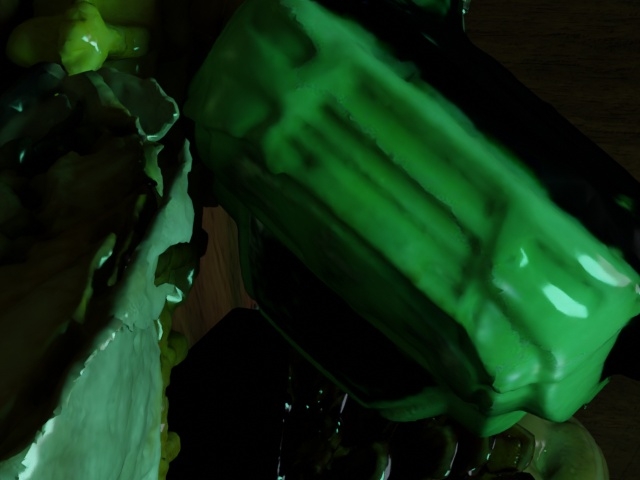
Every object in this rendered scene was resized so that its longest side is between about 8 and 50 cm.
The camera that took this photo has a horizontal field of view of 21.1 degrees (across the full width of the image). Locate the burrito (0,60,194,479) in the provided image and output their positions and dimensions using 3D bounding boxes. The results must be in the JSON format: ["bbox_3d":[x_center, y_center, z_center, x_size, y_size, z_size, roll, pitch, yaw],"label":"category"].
[{"bbox_3d":[-0.096,0.125,0.404,0.175,0.107,0.348,-1,98,-76],"label":"burrito"}]

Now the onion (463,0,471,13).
[{"bbox_3d":[0.013,-0.233,0.903,0.227,0.120,0.284,1,80,-42],"label":"onion"}]

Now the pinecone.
[{"bbox_3d":[0.016,0.151,1.002,0.221,0.221,0.221,4,90,-83],"label":"pinecone"}]

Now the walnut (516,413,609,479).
[{"bbox_3d":[0.085,0.246,1.300,0.333,0.332,0.333,4,90,-83],"label":"walnut"}]

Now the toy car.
[{"bbox_3d":[0.054,-0.007,0.731,0.176,0.213,0.358,-50,172,11],"label":"toy car"}]

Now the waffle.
[{"bbox_3d":[-0.079,-0.021,0.699,0.260,0.069,0.293,81,18,-56],"label":"waffle"}]

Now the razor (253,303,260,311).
[{"bbox_3d":[0.011,0.003,1.141,0.111,0.056,0.278,-75,-171,-53],"label":"razor"}]

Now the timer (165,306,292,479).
[{"bbox_3d":[-0.064,0.136,0.829,0.144,0.055,0.187,136,-36,-60],"label":"timer"}]
